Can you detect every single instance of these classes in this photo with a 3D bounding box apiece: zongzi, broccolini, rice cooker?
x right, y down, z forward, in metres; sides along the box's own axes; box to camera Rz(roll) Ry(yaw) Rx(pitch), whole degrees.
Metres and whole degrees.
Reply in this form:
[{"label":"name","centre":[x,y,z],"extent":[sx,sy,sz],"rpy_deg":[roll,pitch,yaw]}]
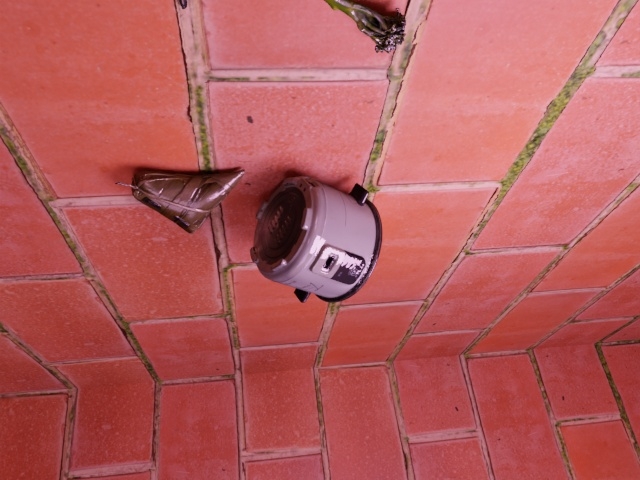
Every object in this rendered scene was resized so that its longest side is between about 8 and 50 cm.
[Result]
[{"label":"zongzi","centre":[-0.268,-0.123,1.040],"extent":[0.178,0.081,0.189],"rpy_deg":[-43,125,15]},{"label":"broccolini","centre":[0.033,-0.326,0.741],"extent":[0.216,0.058,0.067],"rpy_deg":[18,145,-36]},{"label":"rice cooker","centre":[0.000,0.000,1.125],"extent":[0.227,0.241,0.280],"rpy_deg":[21,103,-35]}]

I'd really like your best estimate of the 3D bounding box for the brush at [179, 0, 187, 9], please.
[{"label":"brush","centre":[-0.187,-0.343,0.709],"extent":[0.024,0.008,0.083],"rpy_deg":[-7,150,-8]}]
